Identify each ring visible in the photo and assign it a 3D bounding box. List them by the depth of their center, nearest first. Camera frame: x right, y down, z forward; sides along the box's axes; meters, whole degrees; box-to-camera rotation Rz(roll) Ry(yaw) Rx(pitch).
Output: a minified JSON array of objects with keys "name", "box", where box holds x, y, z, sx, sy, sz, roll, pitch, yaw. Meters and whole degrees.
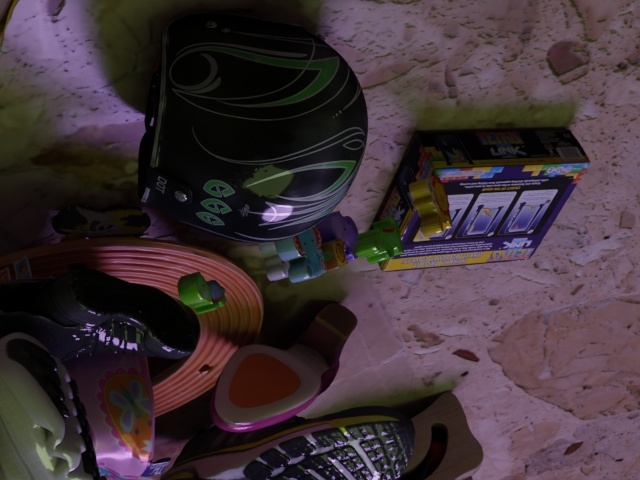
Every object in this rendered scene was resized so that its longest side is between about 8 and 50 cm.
[{"name":"ring","box":[-0.215,0.089,1.077,0.337,0.032,0.336,-12,148,-8]}]

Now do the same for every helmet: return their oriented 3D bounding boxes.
[{"name":"helmet","box":[-0.045,-0.080,0.894,0.162,0.169,0.169,8,136,-13]}]

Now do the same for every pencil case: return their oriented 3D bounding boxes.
[{"name":"pencil case","box":[-0.266,0.144,0.939,0.284,0.124,0.124,-1,138,-27]}]

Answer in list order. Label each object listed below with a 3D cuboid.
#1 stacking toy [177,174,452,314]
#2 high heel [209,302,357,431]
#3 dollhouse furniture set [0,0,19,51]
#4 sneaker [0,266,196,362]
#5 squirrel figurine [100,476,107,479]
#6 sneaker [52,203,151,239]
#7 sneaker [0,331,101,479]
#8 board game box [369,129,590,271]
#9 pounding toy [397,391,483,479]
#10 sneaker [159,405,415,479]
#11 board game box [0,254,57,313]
[{"name":"stacking toy","box":[0.000,0.000,0.979,0.167,0.052,0.221,-17,-178,22]},{"name":"high heel","box":[-0.049,0.145,1.158,0.117,0.082,0.244,-59,173,30]},{"name":"dollhouse furniture set","box":[-0.308,-0.190,0.673,0.302,0.151,0.197,-17,168,-40]},{"name":"sneaker","box":[-0.177,0.062,0.908,0.089,0.051,0.170,-27,147,24]},{"name":"squirrel figurine","box":[-0.276,0.346,1.129,0.397,0.281,0.370,19,149,-17]},{"name":"sneaker","box":[-0.180,-0.007,1.002,0.083,0.031,0.035,2,137,-32]},{"name":"sneaker","box":[-0.206,0.195,0.861,0.118,0.110,0.292,-12,125,-10]},{"name":"board game box","box":[0.145,-0.037,1.139,0.170,0.048,0.141,-3,141,-27]},{"name":"pounding toy","box":[0.055,0.294,1.435,0.270,0.154,0.154,-29,149,-28]},{"name":"sneaker","box":[-0.040,0.207,1.235,0.300,0.121,0.111,-17,122,27]},{"name":"board game box","box":[-0.236,0.056,0.956,0.169,0.033,0.133,-26,152,23]}]
